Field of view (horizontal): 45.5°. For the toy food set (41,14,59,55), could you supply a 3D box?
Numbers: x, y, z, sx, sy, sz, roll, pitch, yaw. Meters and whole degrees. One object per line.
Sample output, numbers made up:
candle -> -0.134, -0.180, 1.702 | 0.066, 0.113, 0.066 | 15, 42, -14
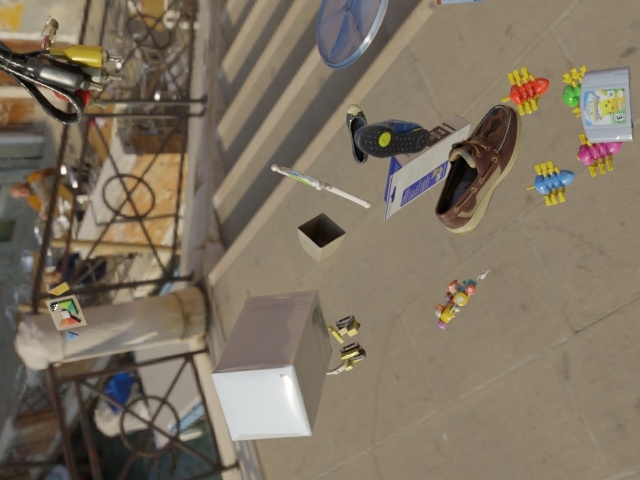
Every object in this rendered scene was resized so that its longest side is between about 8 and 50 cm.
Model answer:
toy food set -> -0.606, -0.453, 1.714 | 0.078, 0.019, 0.122 | -54, 38, 27

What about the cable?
cable -> -0.464, -0.278, 1.205 | 0.139, 0.287, 0.072 | -59, 23, 31

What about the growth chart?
growth chart -> -0.004, -0.119, 1.599 | 0.237, 0.172, 0.021 | 26, 95, 55

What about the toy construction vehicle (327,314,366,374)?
toy construction vehicle -> 0.028, 0.169, 1.190 | 0.098, 0.086, 0.035 | -24, 39, 14

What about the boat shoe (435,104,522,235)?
boat shoe -> 0.367, -0.185, 1.812 | 0.123, 0.123, 0.342 | 23, 83, 47

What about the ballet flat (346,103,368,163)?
ballet flat -> 0.110, -0.301, 2.157 | 0.049, 0.057, 0.173 | -106, 4, -74

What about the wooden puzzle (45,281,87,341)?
wooden puzzle -> -0.499, 0.141, 1.493 | 0.079, 0.014, 0.116 | -17, 108, 18

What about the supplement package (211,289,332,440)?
supplement package -> -0.056, 0.155, 0.975 | 0.179, 0.105, 0.105 | -70, -29, -63

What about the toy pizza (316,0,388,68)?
toy pizza -> 0.057, -0.365, 1.196 | 0.201, 0.032, 0.201 | -27, 58, 53

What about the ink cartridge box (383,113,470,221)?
ink cartridge box -> 0.263, -0.196, 2.021 | 0.065, 0.333, 0.165 | 36, 142, 27

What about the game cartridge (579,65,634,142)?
game cartridge -> 0.323, -0.152, 0.862 | 0.056, 0.017, 0.083 | 1, 109, 37

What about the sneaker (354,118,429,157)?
sneaker -> 0.137, -0.222, 1.624 | 0.082, 0.209, 0.069 | 35, 121, 40

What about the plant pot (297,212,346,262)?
plant pot -> 0.000, 0.000, 2.324 | 0.109, 0.109, 0.096 | 42, 146, 27

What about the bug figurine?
bug figurine -> 0.477, -0.218, 1.505 | 0.216, 0.072, 0.279 | -11, 97, 47

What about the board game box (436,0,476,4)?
board game box -> 0.334, -0.695, 1.760 | 0.027, 0.145, 0.281 | -126, 29, -71

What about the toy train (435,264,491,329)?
toy train -> 0.268, 0.105, 1.500 | 0.046, 0.125, 0.166 | 36, 143, 9
